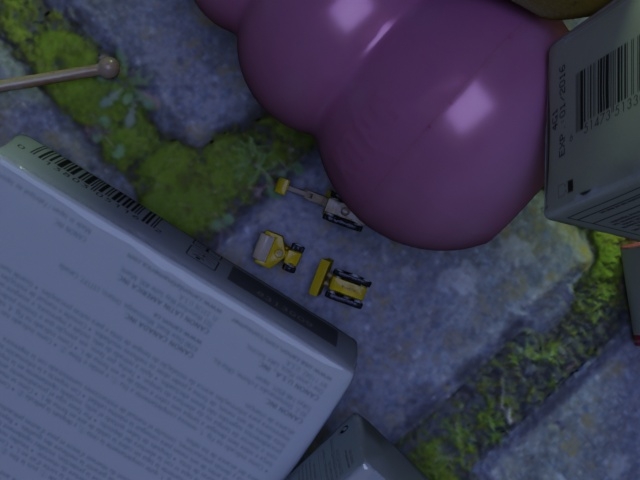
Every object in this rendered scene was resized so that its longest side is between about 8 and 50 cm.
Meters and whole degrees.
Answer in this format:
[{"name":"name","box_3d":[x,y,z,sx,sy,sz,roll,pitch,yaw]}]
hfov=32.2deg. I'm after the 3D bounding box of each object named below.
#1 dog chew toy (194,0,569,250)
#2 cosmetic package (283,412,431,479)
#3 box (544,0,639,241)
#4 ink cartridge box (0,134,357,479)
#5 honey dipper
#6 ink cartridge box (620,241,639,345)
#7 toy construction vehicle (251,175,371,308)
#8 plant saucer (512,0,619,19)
[{"name":"dog chew toy","box_3d":[0.035,-0.147,0.819,0.332,0.206,0.206,42,85,3]},{"name":"cosmetic package","box_3d":[0.059,0.357,0.816,0.377,0.097,0.284,43,99,-11]},{"name":"box","box_3d":[0.276,-0.067,0.690,0.232,0.149,0.126,12,71,-22]},{"name":"ink cartridge box","box_3d":[-0.200,0.160,0.860,0.308,0.091,0.385,32,103,-6]},{"name":"honey dipper","box_3d":[-0.238,-0.124,0.869,0.161,0.030,0.030,-13,91,-10]},{"name":"ink cartridge box","box_3d":[0.370,0.025,0.868,0.218,0.158,0.092,-8,87,-7]},{"name":"toy construction vehicle","box_3d":[0.000,0.000,0.894,0.098,0.035,0.085,18,98,-3]},{"name":"plant saucer","box_3d":[0.079,-0.279,0.786,0.333,0.332,0.081,26,120,-9]}]
